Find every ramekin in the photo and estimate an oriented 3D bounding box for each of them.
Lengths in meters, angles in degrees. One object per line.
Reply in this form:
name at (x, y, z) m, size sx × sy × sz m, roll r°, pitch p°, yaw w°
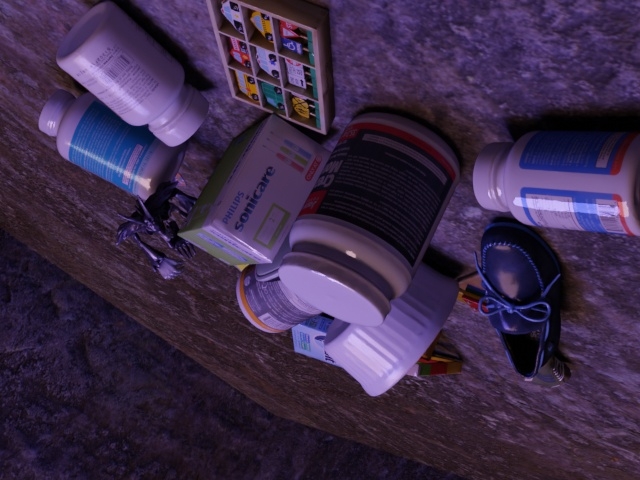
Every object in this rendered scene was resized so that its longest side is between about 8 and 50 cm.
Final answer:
ramekin at (0.127, 0.148, 1.671) m, size 0.135 × 0.277 × 0.277 m, roll 37°, pitch 160°, yaw -5°

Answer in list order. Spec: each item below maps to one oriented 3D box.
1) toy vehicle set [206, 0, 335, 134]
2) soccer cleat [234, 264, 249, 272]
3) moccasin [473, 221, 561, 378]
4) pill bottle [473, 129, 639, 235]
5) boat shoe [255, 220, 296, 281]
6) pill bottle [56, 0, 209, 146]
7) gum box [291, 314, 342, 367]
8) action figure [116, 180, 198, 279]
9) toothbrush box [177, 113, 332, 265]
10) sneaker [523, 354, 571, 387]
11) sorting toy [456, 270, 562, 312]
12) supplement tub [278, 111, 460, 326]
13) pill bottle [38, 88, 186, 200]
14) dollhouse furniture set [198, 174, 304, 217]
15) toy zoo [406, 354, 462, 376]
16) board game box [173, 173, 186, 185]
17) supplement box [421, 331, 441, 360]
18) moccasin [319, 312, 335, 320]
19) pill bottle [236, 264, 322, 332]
toy vehicle set at (-0.064, -0.259, 1.235) m, size 0.166 × 0.035 × 0.267 m, roll 23°, pitch 160°, yaw 13°
soccer cleat at (-0.141, 0.043, 2.016) m, size 0.289 × 0.093 × 0.121 m, roll 34°, pitch 149°, yaw -23°
moccasin at (0.346, 0.113, 1.459) m, size 0.138 × 0.117 × 0.342 m, roll 1°, pitch 140°, yaw 34°
pill bottle at (0.307, -0.076, 1.080) m, size 0.221 × 0.124 × 0.124 m, roll 9°, pitch 154°, yaw 43°
boat shoe at (0.000, 0.000, 1.555) m, size 0.091 × 0.114 × 0.302 m, roll 27°, pitch 137°, yaw -32°
pill bottle at (-0.293, -0.259, 1.392) m, size 0.131 × 0.131 × 0.229 m, roll 3°, pitch 149°, yaw 49°
gum box at (0.030, 0.228, 1.925) m, size 0.184 × 0.041 × 0.157 m, roll 17°, pitch 151°, yaw 12°
action figure at (-0.276, -0.026, 1.637) m, size 0.141 × 0.164 × 0.276 m, roll 41°, pitch -174°, yaw 9°
toothbrush box at (-0.120, -0.075, 1.465) m, size 0.122 × 0.206 × 0.283 m, roll 31°, pitch 167°, yaw -14°
sneaker at (0.479, 0.261, 1.801) m, size 0.086 × 0.064 × 0.192 m, roll 16°, pitch 159°, yaw 10°
sorting toy at (0.329, 0.115, 1.646) m, size 0.132 × 0.046 × 0.274 m, roll 31°, pitch 161°, yaw -9°
supplement tub at (0.072, -0.032, 1.272) m, size 0.191 × 0.272 × 0.191 m, roll 24°, pitch 160°, yaw 10°
pill bottle at (-0.404, -0.193, 1.682) m, size 0.264 × 0.146 × 0.146 m, roll 27°, pitch 161°, yaw 0°
dollhouse furniture set at (-0.129, -0.070, 1.720) m, size 0.183 × 0.129 × 0.129 m, roll 59°, pitch 157°, yaw -1°
toy zoo at (0.215, 0.291, 2.096) m, size 0.192 × 0.030 × 0.293 m, roll 8°, pitch 179°, yaw 34°
board game box at (-0.383, -0.149, 1.933) m, size 0.169 × 0.033 × 0.133 m, roll 6°, pitch 151°, yaw 45°
supplement box at (0.203, 0.183, 1.935) m, size 0.080 × 0.078 × 0.233 m, roll 16°, pitch 157°, yaw 30°
moccasin at (0.052, 0.168, 2.008) m, size 0.147 × 0.139 × 0.380 m, roll 14°, pitch 155°, yaw 17°
pill bottle at (-0.029, 0.073, 1.743) m, size 0.162 × 0.162 × 0.278 m, roll 37°, pitch 136°, yaw -24°
